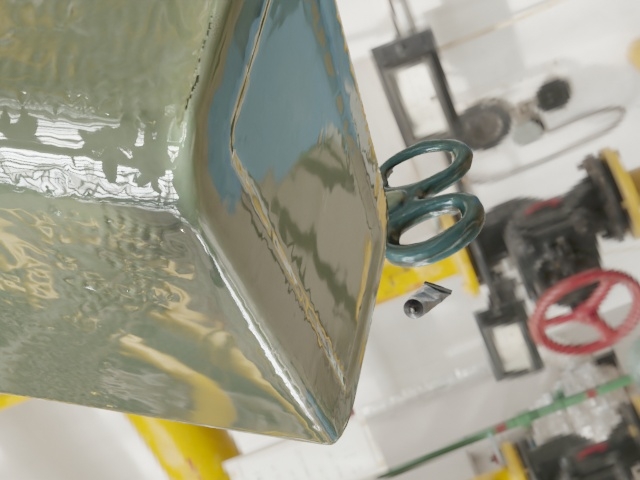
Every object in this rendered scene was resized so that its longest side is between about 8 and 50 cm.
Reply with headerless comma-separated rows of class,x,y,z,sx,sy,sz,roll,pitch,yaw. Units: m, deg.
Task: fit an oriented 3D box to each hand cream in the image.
hand cream,0.098,0.056,1.024,0.093,0.030,0.019,-22,-52,-67

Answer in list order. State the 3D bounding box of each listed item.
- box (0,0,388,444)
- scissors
box,-0.162,-0.037,0.530,0.352,0.344,0.177,68,-149,-63
scissors,0.000,0.000,0.929,0.041,0.289,0.138,53,-158,-41
